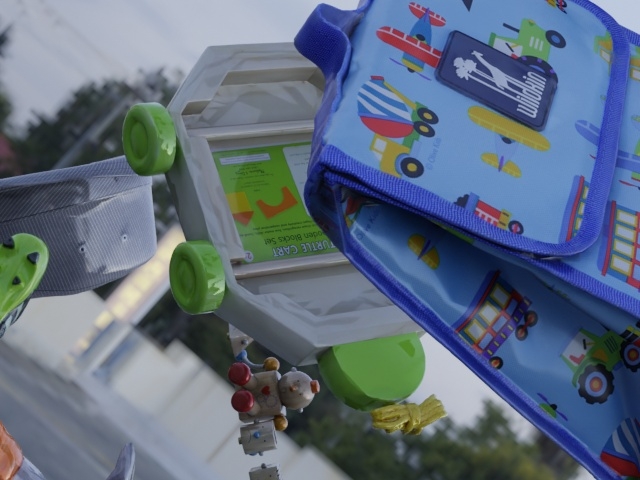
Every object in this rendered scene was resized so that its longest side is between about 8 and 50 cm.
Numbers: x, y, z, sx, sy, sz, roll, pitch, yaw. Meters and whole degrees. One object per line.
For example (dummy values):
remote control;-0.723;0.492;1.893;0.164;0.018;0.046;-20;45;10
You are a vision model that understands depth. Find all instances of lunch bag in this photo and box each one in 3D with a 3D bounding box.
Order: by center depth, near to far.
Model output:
lunch bag;0.110;-0.035;0.876;0.293;0.221;0.138;32;-45;-14

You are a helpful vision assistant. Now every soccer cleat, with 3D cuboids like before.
soccer cleat;-0.287;0.073;1.384;0.060;0.179;0.072;36;-14;9

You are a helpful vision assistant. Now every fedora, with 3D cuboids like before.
fedora;-0.268;-0.007;1.624;0.244;0.275;0.124;-8;-85;47

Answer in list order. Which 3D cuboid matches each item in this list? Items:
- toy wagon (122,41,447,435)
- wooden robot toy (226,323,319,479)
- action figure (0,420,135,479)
toy wagon;0.000;0.000;1.297;0.068;0.267;0.344;-44;-120;51
wooden robot toy;-0.040;0.148;1.525;0.076;0.079;0.173;69;12;-73
action figure;-0.271;0.142;0.793;0.330;0.178;0.341;10;18;-2
